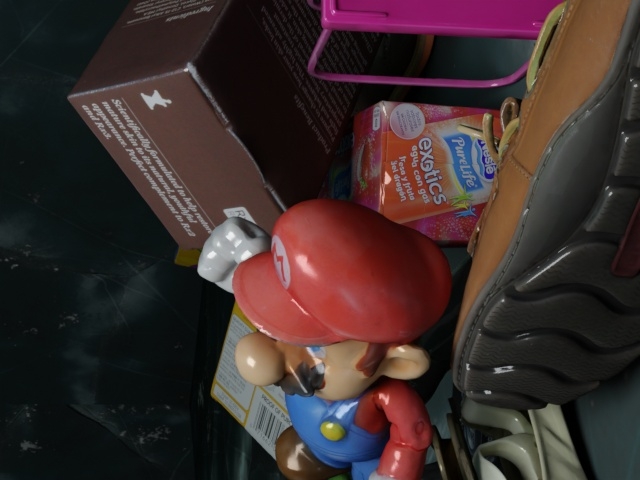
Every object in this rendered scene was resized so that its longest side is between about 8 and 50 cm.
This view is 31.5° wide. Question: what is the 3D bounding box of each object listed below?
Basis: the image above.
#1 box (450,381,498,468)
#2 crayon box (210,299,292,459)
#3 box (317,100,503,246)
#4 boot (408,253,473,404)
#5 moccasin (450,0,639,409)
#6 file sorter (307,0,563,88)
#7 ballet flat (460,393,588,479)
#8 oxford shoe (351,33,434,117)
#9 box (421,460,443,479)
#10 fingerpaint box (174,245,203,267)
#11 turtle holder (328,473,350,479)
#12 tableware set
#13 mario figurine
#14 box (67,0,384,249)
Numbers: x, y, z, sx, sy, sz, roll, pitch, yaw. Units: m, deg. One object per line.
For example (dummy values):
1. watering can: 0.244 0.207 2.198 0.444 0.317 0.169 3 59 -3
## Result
1. box: 0.141 0.167 1.037 0.083 0.018 0.067 -166 79 -78
2. crayon box: -0.014 0.099 1.371 0.203 0.083 0.323 37 120 42
3. box: 0.083 -0.054 1.083 0.257 0.128 0.123 175 97 -78
4. boot: 0.128 0.032 0.922 0.209 0.076 0.190 -61 3 35
5. moccasin: 0.162 -0.048 0.695 0.147 0.139 0.380 -94 9 -52
6. file sorter: 0.088 -0.284 0.932 0.182 0.202 0.291 135 135 -77
7. ballet flat: 0.149 0.144 0.856 0.248 0.086 0.086 -101 18 -48
8. oxford shoe: 0.044 -0.223 1.277 0.130 0.132 0.364 -102 19 -51
9. box: 0.118 0.242 1.012 0.062 0.052 0.083 174 81 -78
10. fingerpaint box: -0.086 -0.203 1.692 0.371 0.163 0.445 127 153 -69
11. turtle holder: -0.021 0.414 1.369 0.320 0.243 0.228 -32 64 27
12. tableware set: 0.115 0.229 0.883 0.128 0.039 0.194 -76 -32 -79
13. mario figurine: -0.009 0.105 0.795 0.321 0.198 0.170 85 -156 -46
14. box: -0.054 -0.194 1.038 0.191 0.143 0.381 58 -142 -36
